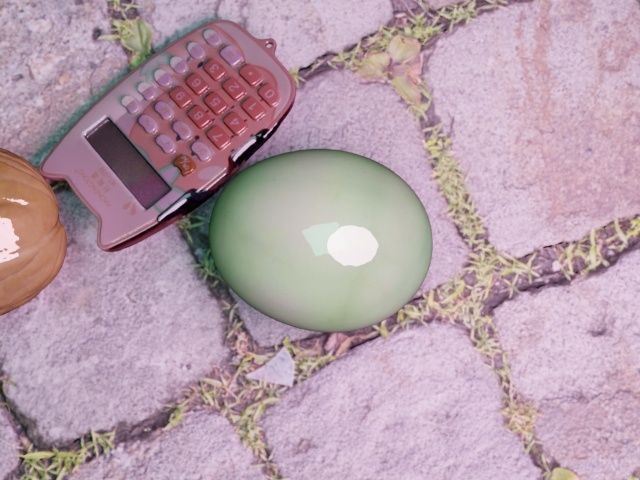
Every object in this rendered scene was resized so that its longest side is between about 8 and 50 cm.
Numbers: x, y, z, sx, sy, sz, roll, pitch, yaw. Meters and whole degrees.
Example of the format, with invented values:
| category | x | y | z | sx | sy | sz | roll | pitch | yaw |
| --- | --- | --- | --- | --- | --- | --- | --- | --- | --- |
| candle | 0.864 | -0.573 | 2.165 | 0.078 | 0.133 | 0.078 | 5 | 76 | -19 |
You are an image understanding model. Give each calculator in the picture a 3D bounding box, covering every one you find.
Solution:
| category | x | y | z | sx | sy | sz | roll | pitch | yaw |
| --- | --- | --- | --- | --- | --- | --- | --- | --- | --- |
| calculator | -0.177 | -0.137 | 1.609 | 0.330 | 0.048 | 0.220 | -41 | 58 | -3 |

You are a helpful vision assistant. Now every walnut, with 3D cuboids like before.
| category | x | y | z | sx | sy | sz | roll | pitch | yaw |
| --- | --- | --- | --- | --- | --- | --- | --- | --- | --- |
| walnut | -0.438 | -0.008 | 1.561 | 0.261 | 0.225 | 0.225 | -5 | 88 | -3 |

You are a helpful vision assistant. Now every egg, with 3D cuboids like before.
| category | x | y | z | sx | sy | sz | roll | pitch | yaw |
| --- | --- | --- | --- | --- | --- | --- | --- | --- | --- |
| egg | 0.000 | 0.000 | 1.563 | 0.270 | 0.220 | 0.220 | 3 | 88 | 5 |
